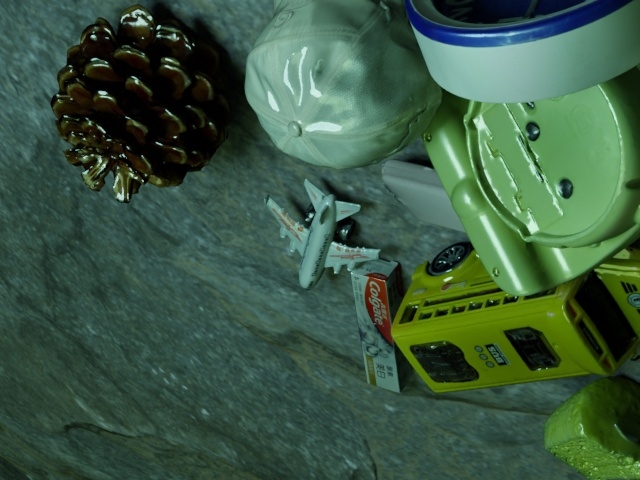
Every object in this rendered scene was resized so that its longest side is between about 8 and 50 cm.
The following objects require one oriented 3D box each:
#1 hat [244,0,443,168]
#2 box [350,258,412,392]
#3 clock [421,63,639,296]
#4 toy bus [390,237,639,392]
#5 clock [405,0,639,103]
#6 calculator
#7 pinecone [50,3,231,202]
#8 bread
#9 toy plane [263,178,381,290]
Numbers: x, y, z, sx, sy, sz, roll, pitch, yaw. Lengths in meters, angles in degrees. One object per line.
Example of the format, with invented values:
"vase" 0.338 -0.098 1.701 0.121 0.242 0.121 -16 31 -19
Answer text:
"hat" 0.011 -0.209 1.198 0.232 0.161 0.275 -3 92 36
"box" 0.082 0.113 1.583 0.055 0.039 0.218 16 138 25
"clock" 0.241 -0.101 1.133 0.308 0.096 0.235 -39 72 49
"toy bus" 0.248 0.078 1.335 0.331 0.151 0.145 -15 120 44
"clock" 0.191 -0.210 1.020 0.230 0.230 0.083 6 136 33
"calculator" 0.139 -0.046 1.338 0.175 0.032 0.100 18 159 49
"pinecone" -0.213 -0.150 1.404 0.221 0.221 0.221 20 139 19
"bread" 0.348 0.230 1.449 0.129 0.111 0.114 39 146 -7
"toy plane" 0.000 0.000 1.508 0.162 0.065 0.171 27 143 12
